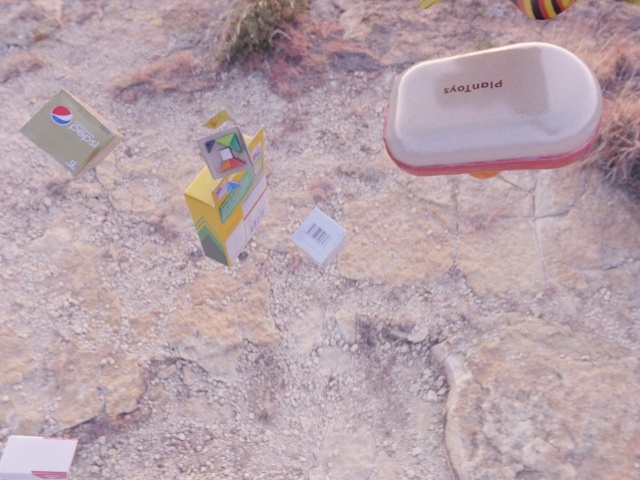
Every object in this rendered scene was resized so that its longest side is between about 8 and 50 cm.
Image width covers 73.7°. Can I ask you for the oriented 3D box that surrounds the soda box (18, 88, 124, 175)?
[{"bbox_3d":[-0.268,-0.118,0.480,0.058,0.181,0.061,-48,114,-5],"label":"soda box"}]

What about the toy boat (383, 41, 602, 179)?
[{"bbox_3d":[0.199,-0.130,0.515,0.231,0.151,0.151,0,64,23],"label":"toy boat"}]

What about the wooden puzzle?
[{"bbox_3d":[-0.147,-0.135,0.659,0.078,0.116,0.014,-23,20,9],"label":"wooden puzzle"}]

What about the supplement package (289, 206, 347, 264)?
[{"bbox_3d":[0.000,0.000,1.120,0.105,0.179,0.105,38,86,8],"label":"supplement package"}]

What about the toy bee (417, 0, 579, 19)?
[{"bbox_3d":[0.185,-0.327,0.440,0.195,0.162,0.298,-12,74,16],"label":"toy bee"}]

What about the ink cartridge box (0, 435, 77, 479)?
[{"bbox_3d":[-0.525,0.418,0.793,0.109,0.150,0.063,15,46,-24],"label":"ink cartridge box"}]

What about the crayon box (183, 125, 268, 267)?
[{"bbox_3d":[-0.208,-0.102,0.997,0.083,0.323,0.203,25,61,9],"label":"crayon box"}]
